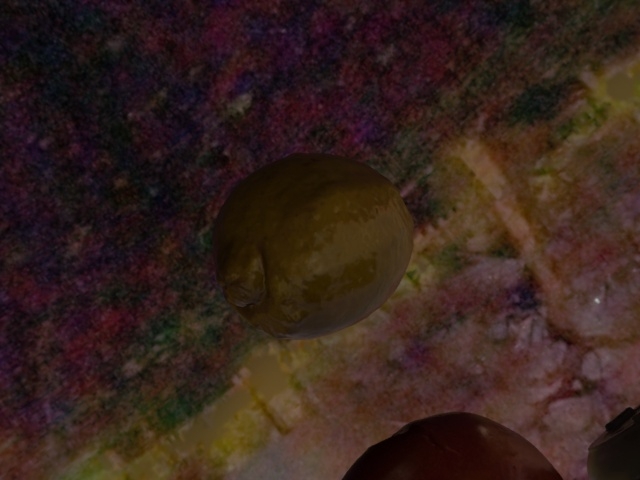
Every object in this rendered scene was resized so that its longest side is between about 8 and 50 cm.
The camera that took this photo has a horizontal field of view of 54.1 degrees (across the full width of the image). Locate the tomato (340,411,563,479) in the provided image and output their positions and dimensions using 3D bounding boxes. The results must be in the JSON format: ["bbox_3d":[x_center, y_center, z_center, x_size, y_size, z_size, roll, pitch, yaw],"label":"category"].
[{"bbox_3d":[0.117,0.320,0.590,0.298,0.226,0.299,-22,135,-23],"label":"tomato"}]

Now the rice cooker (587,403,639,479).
[{"bbox_3d":[0.512,0.296,0.703,0.335,0.325,0.335,-30,155,-15],"label":"rice cooker"}]

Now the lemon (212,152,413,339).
[{"bbox_3d":[-0.006,0.001,0.927,0.316,0.285,0.285,-58,-176,-33],"label":"lemon"}]
